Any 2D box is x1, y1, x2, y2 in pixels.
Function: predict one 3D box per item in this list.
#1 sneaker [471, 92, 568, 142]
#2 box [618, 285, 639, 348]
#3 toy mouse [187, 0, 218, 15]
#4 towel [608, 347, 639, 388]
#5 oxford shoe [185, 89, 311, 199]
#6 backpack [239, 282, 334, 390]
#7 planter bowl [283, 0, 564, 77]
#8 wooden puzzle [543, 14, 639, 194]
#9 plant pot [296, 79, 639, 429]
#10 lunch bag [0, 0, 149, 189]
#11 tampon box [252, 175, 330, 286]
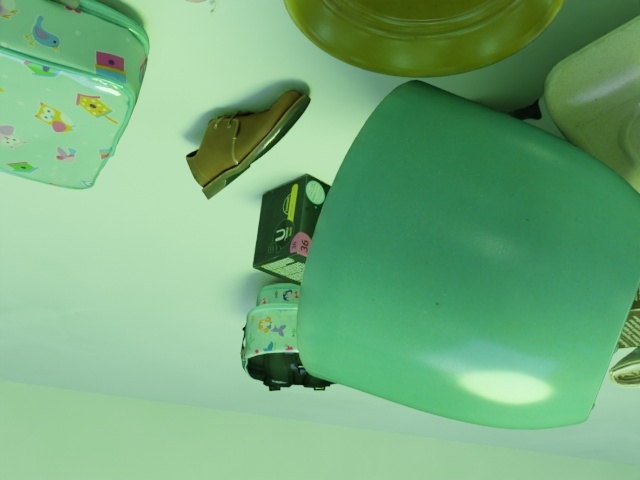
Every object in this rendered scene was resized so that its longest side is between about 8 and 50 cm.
[{"bbox_3d":[0.229,-0.090,0.865,0.269,0.101,0.153,-12,149,29],"label":"sneaker"},{"bbox_3d":[0.524,0.065,1.123,0.381,0.143,0.191,-14,151,34],"label":"box"},{"bbox_3d":[-0.113,-0.249,0.657,0.143,0.031,0.161,11,156,-14],"label":"toy mouse"},{"bbox_3d":[0.683,0.165,1.245,0.317,0.053,0.332,-18,176,42],"label":"towel"},{"bbox_3d":[-0.096,-0.125,0.905,0.212,0.076,0.076,-32,98,40],"label":"oxford shoe"},{"bbox_3d":[-0.038,0.181,1.436,0.225,0.191,0.253,2,164,-2],"label":"backpack"},{"bbox_3d":[0.080,-0.228,0.594,0.217,0.090,0.217,4,157,2],"label":"planter bowl"},{"bbox_3d":[0.408,-0.133,0.690,0.322,0.080,0.348,-29,137,26],"label":"wooden puzzle"},{"bbox_3d":[0.153,0.030,0.674,0.235,0.293,0.293,20,162,21],"label":"plant pot"},{"bbox_3d":[-0.314,-0.166,0.798,0.224,0.107,0.279,18,153,-21],"label":"lunch bag"},{"bbox_3d":[0.000,0.000,1.097,0.161,0.120,0.101,24,151,-37],"label":"tampon box"}]
